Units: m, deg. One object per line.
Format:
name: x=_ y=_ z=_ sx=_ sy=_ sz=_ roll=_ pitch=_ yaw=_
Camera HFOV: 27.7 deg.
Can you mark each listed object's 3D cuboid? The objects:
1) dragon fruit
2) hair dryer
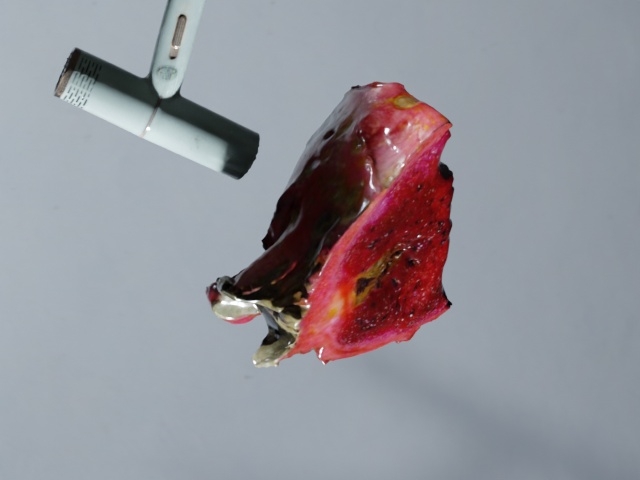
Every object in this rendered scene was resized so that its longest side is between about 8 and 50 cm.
dragon fruit: x=0.000 y=0.000 z=1.017 sx=0.211 sy=0.134 sz=0.262 roll=-40 pitch=152 yaw=-25
hair dryer: x=-0.085 y=-0.149 z=0.940 sx=0.155 sy=0.044 sz=0.183 roll=25 pitch=111 yaw=-19
